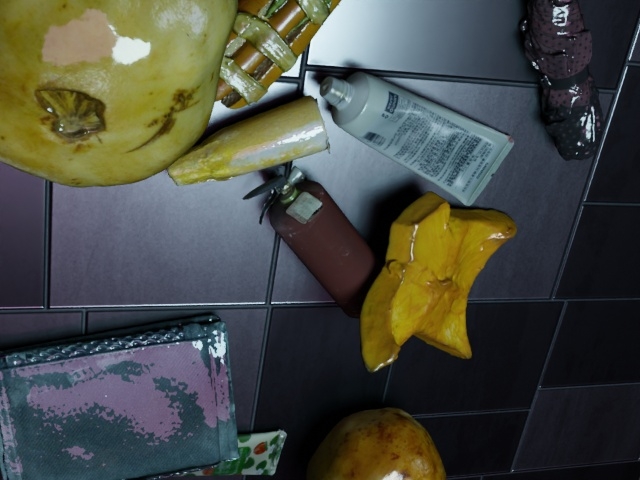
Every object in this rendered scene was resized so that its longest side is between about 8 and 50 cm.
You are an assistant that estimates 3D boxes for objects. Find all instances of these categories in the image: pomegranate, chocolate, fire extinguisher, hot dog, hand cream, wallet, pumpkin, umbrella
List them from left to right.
[{"bbox_3d":[-0.249,-0.221,0.893,0.332,0.332,0.333,-8,119,-15],"label":"pomegranate"},{"bbox_3d":[-0.298,0.246,1.247,0.342,0.075,0.237,-9,104,-15],"label":"wallet"},{"bbox_3d":[-0.190,0.345,1.365,0.276,0.059,0.095,5,115,-25],"label":"hand cream"},{"bbox_3d":[-0.100,-0.127,1.133,0.219,0.086,0.086,-18,122,-5],"label":"chocolate"},{"bbox_3d":[-0.057,-0.273,1.067,0.269,0.072,0.109,-45,124,9],"label":"hot dog"},{"bbox_3d":[0.000,0.000,1.216,0.104,0.105,0.269,-37,124,3],"label":"fire extinguisher"},{"bbox_3d":[0.089,0.394,1.393,0.248,0.248,0.248,-8,119,-15],"label":"pomegranate"},{"bbox_3d":[0.136,-0.154,1.211,0.340,0.078,0.124,21,108,-36],"label":"hand cream"},{"bbox_3d":[0.167,0.062,1.256,0.290,0.095,0.258,10,96,-51],"label":"pumpkin"},{"bbox_3d":[0.341,-0.256,1.204,0.094,0.090,0.326,-25,122,-1],"label":"umbrella"}]
